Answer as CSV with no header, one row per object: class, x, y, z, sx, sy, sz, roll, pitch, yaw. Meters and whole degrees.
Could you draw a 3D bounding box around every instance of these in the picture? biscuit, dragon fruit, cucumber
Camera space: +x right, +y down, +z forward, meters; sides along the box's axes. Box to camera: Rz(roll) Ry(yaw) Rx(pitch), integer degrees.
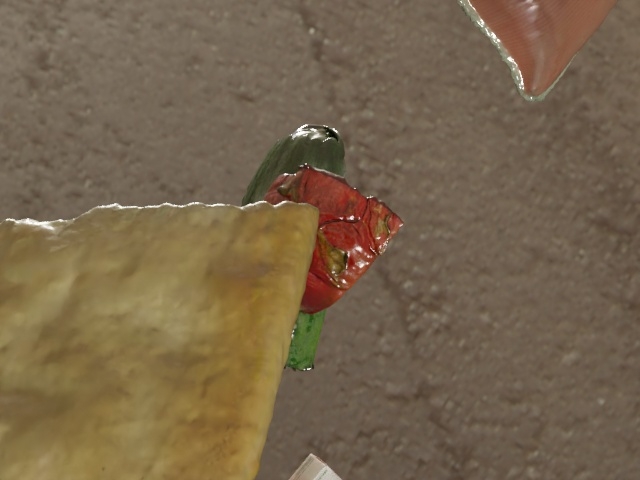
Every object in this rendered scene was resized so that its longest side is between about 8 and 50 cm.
biscuit,-0.248,0.147,1.139,0.429,0.104,0.446,5,64,19
dragon fruit,-0.002,-0.001,1.390,0.121,0.161,0.127,35,69,-18
cucumber,-0.048,0.004,1.623,0.105,0.325,0.145,14,0,-28

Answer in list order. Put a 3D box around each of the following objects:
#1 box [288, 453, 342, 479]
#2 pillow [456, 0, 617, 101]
box,-0.021,0.405,1.973,0.125,0.089,0.043,-50,41,-10
pillow,0.122,-0.195,0.718,0.179,0.171,0.075,44,-7,-29
